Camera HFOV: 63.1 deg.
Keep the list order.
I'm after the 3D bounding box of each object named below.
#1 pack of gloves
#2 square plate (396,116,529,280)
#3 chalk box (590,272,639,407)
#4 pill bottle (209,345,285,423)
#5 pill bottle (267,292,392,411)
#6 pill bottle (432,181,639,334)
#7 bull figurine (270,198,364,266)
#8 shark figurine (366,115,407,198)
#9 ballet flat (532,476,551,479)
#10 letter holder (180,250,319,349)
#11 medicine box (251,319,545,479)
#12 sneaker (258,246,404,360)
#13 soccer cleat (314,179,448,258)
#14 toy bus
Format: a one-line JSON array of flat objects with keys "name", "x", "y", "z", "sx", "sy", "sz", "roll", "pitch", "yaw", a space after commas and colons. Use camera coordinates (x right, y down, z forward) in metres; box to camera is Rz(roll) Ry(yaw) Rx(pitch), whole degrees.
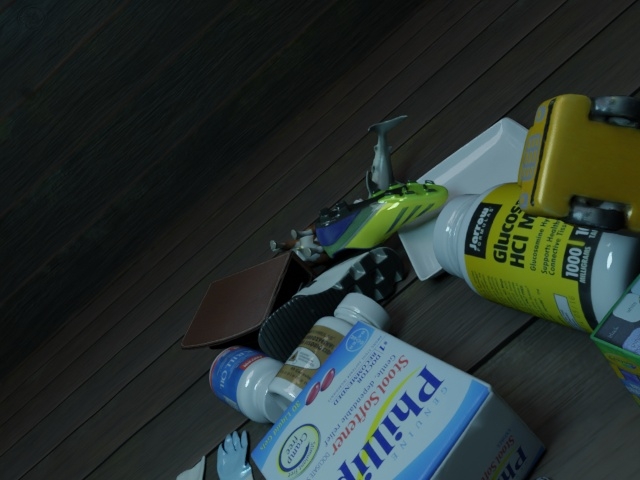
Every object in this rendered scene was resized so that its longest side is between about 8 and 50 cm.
[{"name": "pack of gloves", "x": -0.209, "y": 0.462, "z": 0.964, "sx": 0.195, "sy": 0.046, "sz": 0.232, "roll": -42, "pitch": 25, "yaw": 4}, {"name": "square plate", "x": 0.312, "y": -0.091, "z": 1.075, "sx": 0.347, "sy": 0.049, "sz": 0.344, "roll": -37, "pitch": 26, "yaw": 13}, {"name": "chalk box", "x": 0.367, "y": 0.100, "z": 0.488, "sx": 0.132, "sy": 0.213, "sz": 0.132, "roll": -47, "pitch": 26, "yaw": -7}, {"name": "pill bottle", "x": -0.122, "y": 0.284, "z": 1.026, "sx": 0.221, "sy": 0.124, "sz": 0.124, "roll": -1, "pitch": 47, "yaw": 55}, {"name": "pill bottle", "x": 0.025, "y": 0.208, "z": 0.915, "sx": 0.131, "sy": 0.131, "sz": 0.229, "roll": -4, "pitch": 40, "yaw": 54}, {"name": "pill bottle", "x": 0.317, "y": 0.014, "z": 0.731, "sx": 0.188, "sy": 0.188, "sz": 0.334, "roll": -49, "pitch": 25, "yaw": -13}, {"name": "bull figurine", "x": 0.000, "y": 0.000, "z": 1.261, "sx": 0.188, "sy": 0.101, "sz": 0.310, "roll": -14, "pitch": -14, "yaw": -36}, {"name": "shark figurine", "x": 0.175, "y": -0.165, "z": 1.306, "sx": 0.116, "sy": 0.279, "sz": 0.166, "roll": 7, "pitch": 8, "yaw": 12}, {"name": "ballet flat", "x": 0.219, "y": 0.308, "z": 0.581, "sx": 0.114, "sy": 0.041, "sz": 0.041, "roll": -48, "pitch": 25, "yaw": -11}, {"name": "letter holder", "x": -0.152, "y": 0.185, "z": 1.203, "sx": 0.301, "sy": 0.152, "sz": 0.215, "roll": -22, "pitch": 34, "yaw": 38}, {"name": "medicine box", "x": 0.085, "y": 0.281, "z": 0.693, "sx": 0.263, "sy": 0.149, "sz": 0.289, "roll": -49, "pitch": 24, "yaw": -13}, {"name": "sneaker", "x": 0.012, "y": 0.132, "z": 1.071, "sx": 0.330, "sy": 0.123, "sz": 0.146, "roll": -30, "pitch": 7, "yaw": -20}, {"name": "soccer cleat", "x": 0.132, "y": -0.044, "z": 1.104, "sx": 0.289, "sy": 0.121, "sz": 0.093, "roll": -17, "pitch": 20, "yaw": 6}, {"name": "toy bus", "x": 0.350, "y": -0.048, "z": 0.483, "sx": 0.130, "sy": 0.332, "sz": 0.108, "roll": -82, "pitch": 2, "yaw": -85}]
